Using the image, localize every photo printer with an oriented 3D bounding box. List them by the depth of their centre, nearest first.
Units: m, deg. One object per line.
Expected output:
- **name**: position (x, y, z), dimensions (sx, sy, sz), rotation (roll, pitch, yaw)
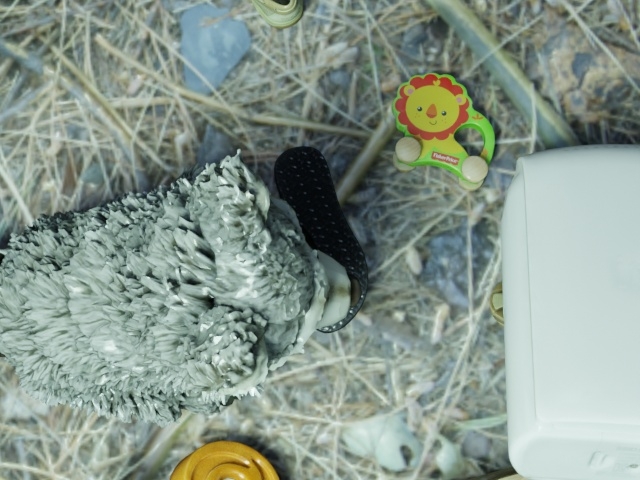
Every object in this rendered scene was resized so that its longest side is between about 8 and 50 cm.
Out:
- **photo printer**: position (0.274, 0.048, 0.942), dimensions (0.256, 0.107, 0.307), rotation (5, 51, 1)

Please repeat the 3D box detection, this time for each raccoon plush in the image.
- **raccoon plush**: position (-0.195, 0.068, 0.899), dimensions (0.446, 0.299, 0.216), rotation (-18, 87, -5)

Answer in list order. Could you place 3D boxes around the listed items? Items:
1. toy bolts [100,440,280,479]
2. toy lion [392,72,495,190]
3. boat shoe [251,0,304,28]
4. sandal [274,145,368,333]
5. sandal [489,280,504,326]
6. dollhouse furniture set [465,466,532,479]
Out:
- **toy bolts**: position (-0.111, 0.308, 0.984), dimensions (0.218, 0.158, 0.228), rotation (-25, 66, -42)
- **toy lion**: position (0.112, -0.104, 1.066), dimensions (0.100, 0.034, 0.096), rotation (17, 75, 5)
- **boat shoe**: position (-0.072, -0.263, 1.087), dimensions (0.056, 0.048, 0.153), rotation (-36, 82, -4)
- **sandal**: position (0.000, 0.000, 1.053), dimensions (0.067, 0.040, 0.179), rotation (-11, 66, -5)
- **sandal**: position (0.235, 0.081, 1.020), dimensions (0.180, 0.049, 0.072), rotation (16, 54, 20)
- **dollhouse furniture set**: position (0.160, 0.284, 0.951), dimensions (0.129, 0.129, 0.183), rotation (-16, 81, 0)
